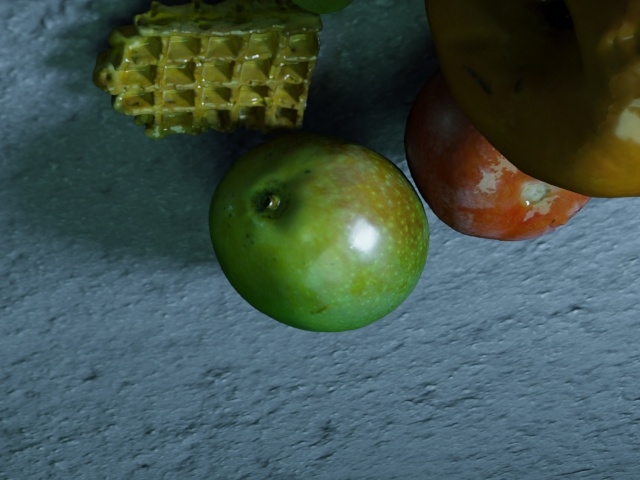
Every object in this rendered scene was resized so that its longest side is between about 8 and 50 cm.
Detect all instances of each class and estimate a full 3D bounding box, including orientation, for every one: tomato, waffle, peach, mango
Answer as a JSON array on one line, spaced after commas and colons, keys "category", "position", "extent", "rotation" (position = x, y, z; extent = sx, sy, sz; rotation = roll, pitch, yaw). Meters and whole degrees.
[{"category": "tomato", "position": [0.186, -0.105, 1.287], "extent": [0.208, 0.184, 0.208], "rotation": [-12, 138, -11]}, {"category": "waffle", "position": [-0.113, -0.163, 1.221], "extent": [0.211, 0.055, 0.160], "rotation": [-6, 147, -13]}, {"category": "peach", "position": [0.265, -0.205, 1.048], "extent": [0.301, 0.343, 0.343], "rotation": [-25, 159, -39]}, {"category": "mango", "position": [0.000, 0.000, 1.337], "extent": [0.225, 0.201, 0.382], "rotation": [6, 170, 3]}]

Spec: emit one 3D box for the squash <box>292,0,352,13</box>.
[{"category": "squash", "position": [0.036, -0.272, 1.095], "extent": [0.090, 0.075, 0.200], "rotation": [25, 155, -18]}]
